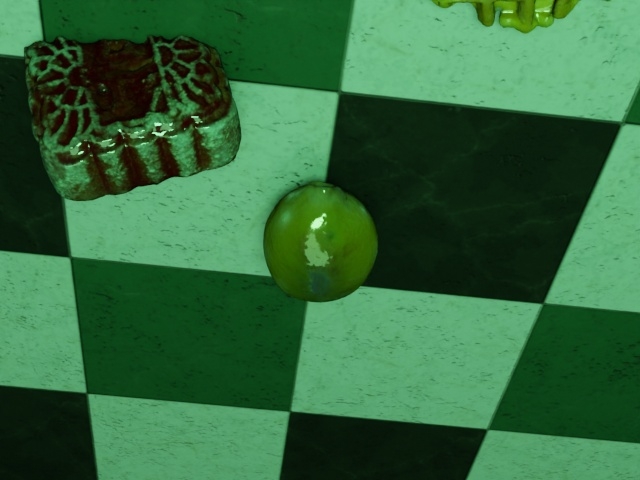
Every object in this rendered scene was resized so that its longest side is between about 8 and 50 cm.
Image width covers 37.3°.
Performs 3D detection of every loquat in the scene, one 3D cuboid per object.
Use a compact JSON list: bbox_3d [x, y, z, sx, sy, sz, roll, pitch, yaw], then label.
[{"bbox_3d":[0.000,0.000,1.248,0.152,0.152,0.195,2,129,1],"label":"loquat"}]

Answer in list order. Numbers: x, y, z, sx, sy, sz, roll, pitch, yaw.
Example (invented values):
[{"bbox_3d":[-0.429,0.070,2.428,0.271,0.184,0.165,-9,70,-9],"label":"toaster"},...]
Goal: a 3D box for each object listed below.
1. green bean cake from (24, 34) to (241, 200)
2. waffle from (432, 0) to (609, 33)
[{"bbox_3d":[-0.218,-0.157,1.100,0.233,0.198,0.097,-13,145,-6],"label":"green bean cake"},{"bbox_3d":[0.207,-0.340,0.935,0.282,0.058,0.300,16,135,-12],"label":"waffle"}]
